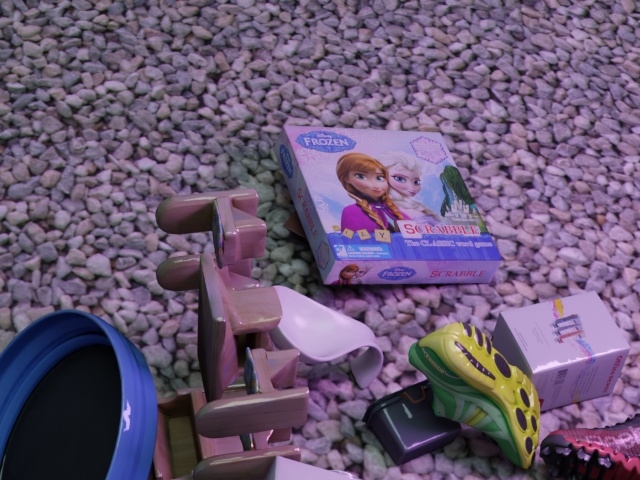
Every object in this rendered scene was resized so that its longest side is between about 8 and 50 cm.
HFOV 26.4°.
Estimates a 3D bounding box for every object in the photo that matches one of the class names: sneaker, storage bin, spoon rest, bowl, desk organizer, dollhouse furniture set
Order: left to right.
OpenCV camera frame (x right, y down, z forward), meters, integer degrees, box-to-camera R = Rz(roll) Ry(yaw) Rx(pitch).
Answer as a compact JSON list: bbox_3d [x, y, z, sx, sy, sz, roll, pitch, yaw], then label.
[{"bbox_3d":[-0.364,0.289,1.848,0.077,0.391,0.391,27,35,-39],"label":"bowl"},{"bbox_3d":[-0.189,0.193,1.902,0.256,0.394,0.362,-7,50,-12],"label":"dollhouse furniture set"},{"bbox_3d":[0.000,0.000,2.328,0.130,0.047,0.050,27,54,17],"label":"desk organizer"},{"bbox_3d":[0.010,0.146,2.061,0.084,0.276,0.137,-38,52,17],"label":"spoon rest"},{"bbox_3d":[0.148,0.275,2.078,0.135,0.098,0.091,-20,64,-22],"label":"storage bin"},{"bbox_3d":[0.236,0.229,2.037,0.123,0.295,0.109,-14,37,37],"label":"sneaker"},{"bbox_3d":[0.467,0.317,2.069,0.276,0.098,0.135,10,49,-1],"label":"sneaker"}]

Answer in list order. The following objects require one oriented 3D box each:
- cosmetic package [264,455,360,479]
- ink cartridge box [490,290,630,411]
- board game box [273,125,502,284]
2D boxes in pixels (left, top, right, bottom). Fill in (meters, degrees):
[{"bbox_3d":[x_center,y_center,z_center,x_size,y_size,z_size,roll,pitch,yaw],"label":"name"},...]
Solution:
[{"bbox_3d":[0.000,0.459,1.668,0.196,0.155,0.366,19,32,-9],"label":"cosmetic package"},{"bbox_3d":[0.374,0.179,2.159,0.176,0.128,0.127,-11,51,-17],"label":"ink cartridge box"},{"bbox_3d":[0.112,-0.063,2.337,0.318,0.066,0.318,0,47,-26],"label":"board game box"}]
